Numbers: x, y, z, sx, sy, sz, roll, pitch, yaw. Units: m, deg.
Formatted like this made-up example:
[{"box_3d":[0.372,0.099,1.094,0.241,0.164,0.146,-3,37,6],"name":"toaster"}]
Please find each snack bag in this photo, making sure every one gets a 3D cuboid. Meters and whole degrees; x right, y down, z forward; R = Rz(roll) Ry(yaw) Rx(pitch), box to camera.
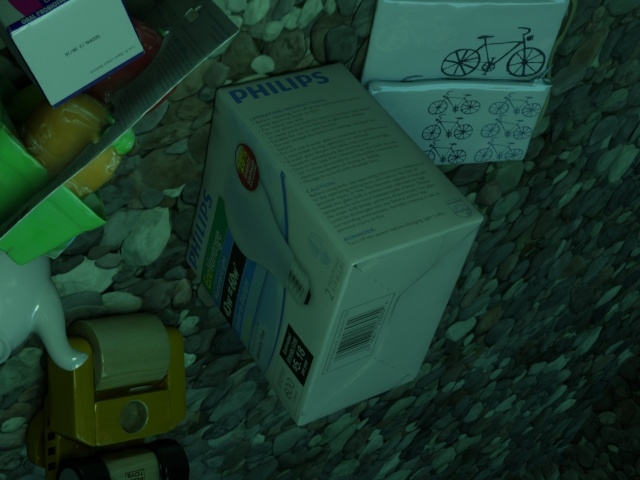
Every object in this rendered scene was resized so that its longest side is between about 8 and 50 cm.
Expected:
[{"box_3d":[0.213,-0.246,1.723,0.323,0.037,0.342,-3,137,-15],"name":"snack bag"}]

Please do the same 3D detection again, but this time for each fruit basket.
[{"box_3d":[-0.244,-0.141,1.232,0.353,0.327,0.165,-37,117,0],"name":"fruit basket"}]

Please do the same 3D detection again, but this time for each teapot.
[{"box_3d":[-0.451,0.082,1.324,0.256,0.187,0.252,-21,145,28],"name":"teapot"}]

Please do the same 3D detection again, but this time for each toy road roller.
[{"box_3d":[-0.361,0.276,1.778,0.202,0.240,0.329,-4,97,-44],"name":"toy road roller"}]

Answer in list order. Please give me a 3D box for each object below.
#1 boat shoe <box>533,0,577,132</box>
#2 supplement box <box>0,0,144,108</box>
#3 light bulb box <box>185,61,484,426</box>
[{"box_3d":[0.322,-0.291,1.827,0.103,0.113,0.302,-14,130,-34],"name":"boat shoe"},{"box_3d":[-0.286,-0.256,1.106,0.111,0.220,0.114,-34,147,-11],"name":"supplement box"},{"box_3d":[0.000,0.000,1.601,0.225,0.361,0.358,-17,142,-31],"name":"light bulb box"}]
